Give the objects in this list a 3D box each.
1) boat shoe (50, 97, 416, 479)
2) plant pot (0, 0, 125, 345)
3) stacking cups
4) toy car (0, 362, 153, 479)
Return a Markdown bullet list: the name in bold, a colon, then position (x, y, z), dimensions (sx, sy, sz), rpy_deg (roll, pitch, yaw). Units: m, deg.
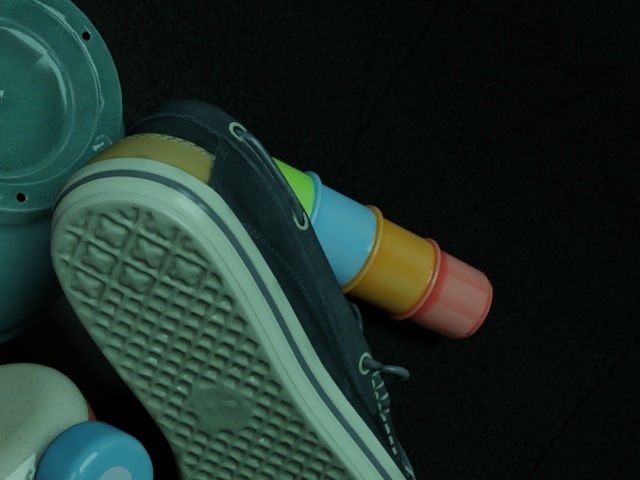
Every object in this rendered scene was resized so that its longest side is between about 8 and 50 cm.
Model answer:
- **boat shoe**: position (-0.030, 0.113, 1.342), dimensions (0.156, 0.187, 0.500), rpy_deg (-70, 143, -47)
- **plant pot**: position (-0.255, -0.076, 1.331), dimensions (0.293, 0.196, 0.293), rpy_deg (10, 70, -30)
- **stacking cups**: position (0.000, 0.000, 1.529), dimensions (0.316, 0.096, 0.096), rpy_deg (27, 62, -23)
- **toy car**: position (-0.212, 0.225, 1.286), dimensions (0.210, 0.219, 0.238), rpy_deg (-42, 129, -25)
